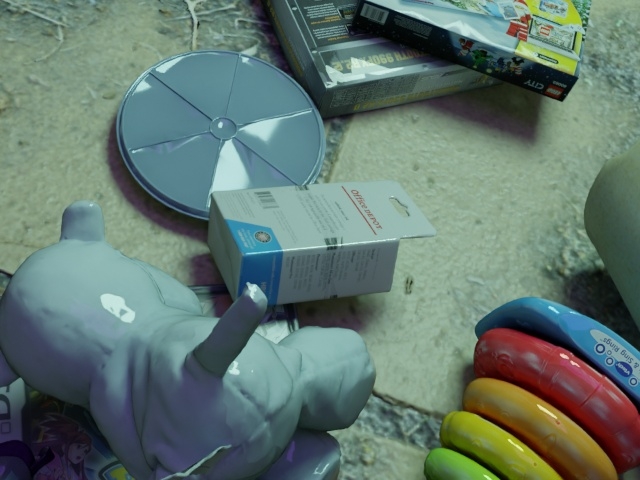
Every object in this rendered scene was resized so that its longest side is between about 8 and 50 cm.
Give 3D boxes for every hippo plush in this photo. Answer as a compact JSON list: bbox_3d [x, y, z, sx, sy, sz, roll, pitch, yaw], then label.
[{"bbox_3d":[-0.129,0.117,0.710,0.237,0.294,0.234,24,87,23],"label":"hippo plush"}]

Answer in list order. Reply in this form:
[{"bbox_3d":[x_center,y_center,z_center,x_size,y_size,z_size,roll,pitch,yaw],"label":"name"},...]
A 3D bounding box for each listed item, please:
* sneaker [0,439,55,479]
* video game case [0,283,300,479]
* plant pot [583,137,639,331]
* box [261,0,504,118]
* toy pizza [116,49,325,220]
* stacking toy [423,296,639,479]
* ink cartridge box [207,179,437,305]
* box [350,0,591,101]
[{"bbox_3d":[-0.308,0.144,0.759,0.224,0.083,0.098,27,52,15],"label":"sneaker"},{"bbox_3d":[-0.139,0.154,0.827,0.275,0.035,0.248,-3,60,-15],"label":"video game case"},{"bbox_3d":[0.400,0.037,0.885,0.334,0.333,0.305,-13,52,-20],"label":"plant pot"},{"bbox_3d":[0.071,-0.234,1.095,0.231,0.056,0.183,-14,65,-21],"label":"box"},{"bbox_3d":[-0.095,-0.100,0.991,0.201,0.032,0.201,6,60,-10],"label":"toy pizza"},{"bbox_3d":[0.133,0.203,0.813,0.175,0.166,0.302,41,74,1],"label":"stacking toy"},{"bbox_3d":[0.000,0.000,0.911,0.180,0.060,0.104,-5,34,-20],"label":"ink cartridge box"},{"bbox_3d":[0.163,-0.251,1.068,0.233,0.044,0.159,20,57,-2],"label":"box"}]
